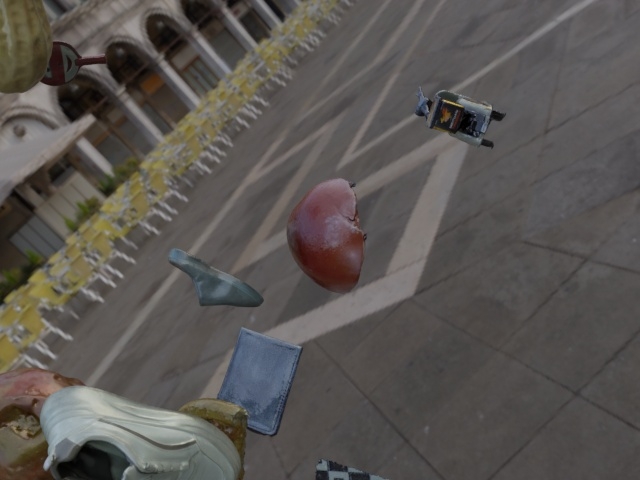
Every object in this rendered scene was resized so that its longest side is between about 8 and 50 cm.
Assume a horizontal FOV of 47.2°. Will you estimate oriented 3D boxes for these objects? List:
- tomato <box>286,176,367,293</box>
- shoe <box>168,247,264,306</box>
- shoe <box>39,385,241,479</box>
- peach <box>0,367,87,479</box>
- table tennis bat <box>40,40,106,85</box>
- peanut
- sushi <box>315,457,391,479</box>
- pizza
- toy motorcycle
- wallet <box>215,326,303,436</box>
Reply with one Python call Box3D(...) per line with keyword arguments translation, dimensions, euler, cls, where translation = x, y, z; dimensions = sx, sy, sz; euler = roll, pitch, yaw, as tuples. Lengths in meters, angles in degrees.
Box3D(translation=(0.000, 0.000, 1.339), dimensions=(0.228, 0.112, 0.199), euler=(102, 157, -44), cls="tomato")
Box3D(translation=(-0.203, 0.087, 1.356), dimensions=(0.078, 0.195, 0.079), euler=(-60, 12, -10), cls="shoe")
Box3D(translation=(-0.257, 0.327, 1.049), dimensions=(0.124, 0.316, 0.159), euler=(-58, 20, 21), cls="shoe")
Box3D(translation=(-0.501, 0.320, 1.249), dimensions=(0.214, 0.235, 0.214), euler=(-48, 23, 27), cls="peach")
Box3D(translation=(-0.527, -0.373, 1.531), dimensions=(0.154, 0.098, 0.019), euler=(-13, 38, -26), cls="table tennis bat")
Box3D(translation=(-0.508, -0.388, 1.158), dimensions=(0.147, 0.306, 0.147), euler=(-4, 17, 1), cls="peanut")
Box3D(translation=(0.057, 0.420, 1.017), dimensions=(0.210, 0.193, 0.040), euler=(0, 0, 41), cls="sushi")
Box3D(translation=(-0.210, 0.395, 1.364), dimensions=(0.292, 0.197, 0.058), euler=(-33, -5, 40), cls="pizza")
Box3D(translation=(0.274, -0.250, 1.468), dimensions=(0.263, 0.157, 0.091), euler=(-90, 18, -75), cls="toy motorcycle")
Box3D(translation=(-0.146, 0.329, 1.700), dimensions=(0.036, 0.167, 0.222), euler=(42, -116, -72), cls="wallet")
